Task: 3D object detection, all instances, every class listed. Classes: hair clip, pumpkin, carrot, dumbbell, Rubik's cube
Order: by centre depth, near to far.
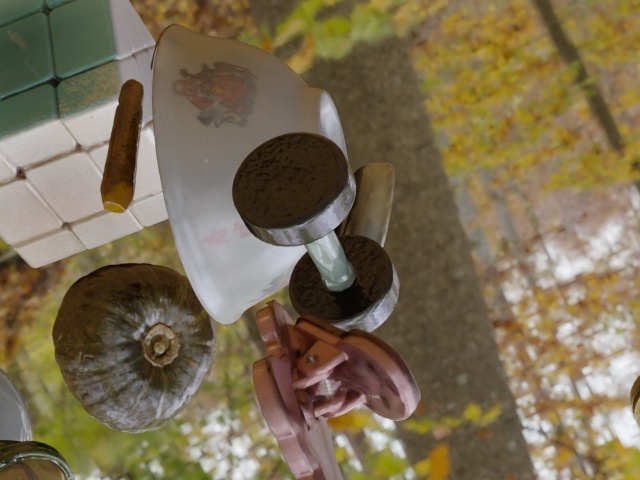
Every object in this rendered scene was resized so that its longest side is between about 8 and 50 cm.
[{"bbox_3d":[-0.014,0.103,0.905,0.102,0.123,0.138,-36,-147,-23],"label":"hair clip"},{"bbox_3d":[0.000,0.000,1.176,0.100,0.191,0.100,-9,-126,13],"label":"dumbbell"},{"bbox_3d":[-0.232,-0.113,1.625,0.042,0.042,0.170,-19,-125,39],"label":"carrot"},{"bbox_3d":[-0.240,0.128,1.761,0.219,0.219,0.162,-33,-171,-28],"label":"pumpkin"},{"bbox_3d":[-0.407,-0.198,2.178,0.316,0.318,0.321,-19,-125,8],"label":"Rubik's cube"}]

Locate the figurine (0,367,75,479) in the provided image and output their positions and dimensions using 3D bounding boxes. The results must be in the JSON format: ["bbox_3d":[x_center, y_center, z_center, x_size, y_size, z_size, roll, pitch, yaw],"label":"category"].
[{"bbox_3d":[-0.297,0.192,1.135,0.167,0.281,0.370,-48,-140,-12],"label":"figurine"}]

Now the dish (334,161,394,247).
[{"bbox_3d":[0.016,-0.016,1.350,0.078,0.141,0.141,13,-173,-8],"label":"dish"}]

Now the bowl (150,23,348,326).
[{"bbox_3d":[-0.058,-0.085,1.520,0.157,0.345,0.345,-10,-166,12],"label":"bowl"}]

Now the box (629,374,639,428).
[{"bbox_3d":[0.437,0.199,1.699,0.106,0.105,0.037,-24,-152,14],"label":"box"}]
